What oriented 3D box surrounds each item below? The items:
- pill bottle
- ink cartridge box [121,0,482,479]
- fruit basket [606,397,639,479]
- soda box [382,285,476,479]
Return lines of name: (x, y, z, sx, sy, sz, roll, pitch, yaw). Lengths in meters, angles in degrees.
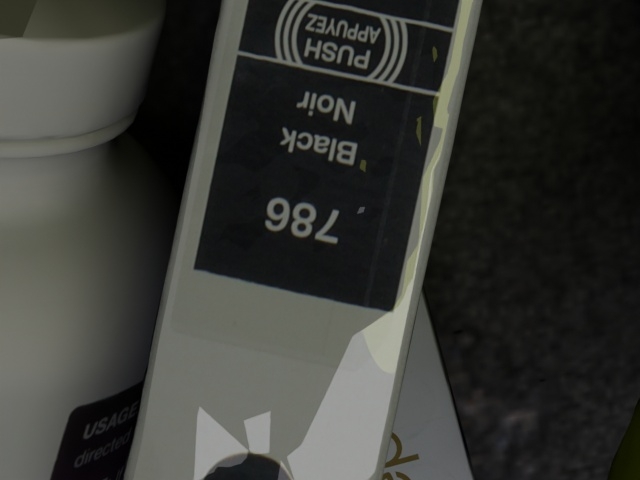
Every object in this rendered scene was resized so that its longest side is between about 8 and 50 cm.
pill bottle: (-0.144, 0.063, 0.563, 0.181, 0.181, 0.323, 13, 114, -12)
ink cartridge box: (0.000, 0.000, 0.493, 0.065, 0.165, 0.333, 11, 92, 2)
fruit basket: (0.194, 0.051, 0.460, 0.392, 0.283, 0.392, -2, 77, 7)
soda box: (0.017, 0.087, 0.655, 0.074, 0.069, 0.216, -15, 116, 2)
